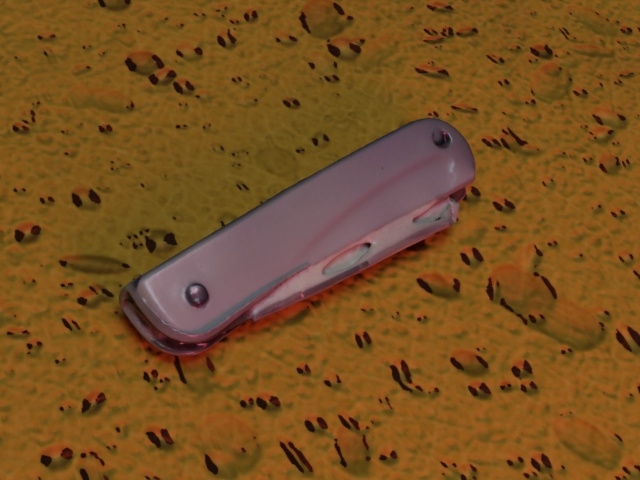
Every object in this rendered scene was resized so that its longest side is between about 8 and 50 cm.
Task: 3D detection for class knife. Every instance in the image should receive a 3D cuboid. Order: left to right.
[{"bbox_3d":[-0.003,-0.002,1.008,0.265,0.040,0.073,-28,73,-35],"label":"knife"}]
